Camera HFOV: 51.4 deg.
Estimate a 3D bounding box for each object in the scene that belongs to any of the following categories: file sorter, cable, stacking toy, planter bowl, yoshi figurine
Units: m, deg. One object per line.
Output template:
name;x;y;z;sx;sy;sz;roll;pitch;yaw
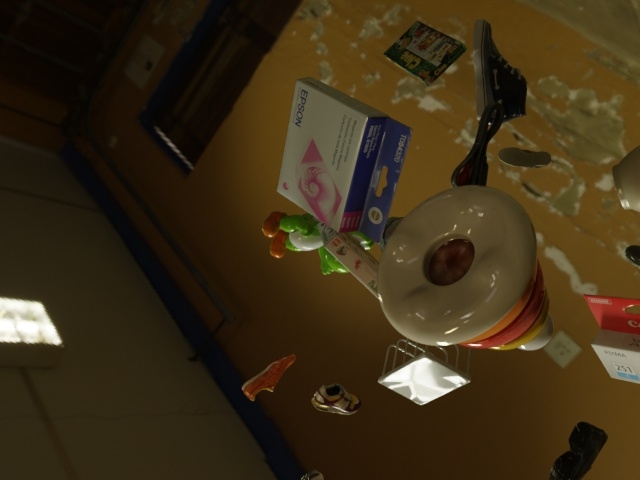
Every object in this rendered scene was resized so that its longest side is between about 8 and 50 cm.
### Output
file sorter;0.368;0.419;2.316;0.193;0.278;0.173;30;-130;-14
cable;0.395;-0.222;1.722;0.139;0.287;0.072;10;178;-32
stacking toy;0.382;0.134;1.451;0.480;0.350;0.350;37;-170;-39
planter bowl;0.672;-0.122;1.374;0.162;0.109;0.162;31;-129;-47
yoshi figurine;-0.010;0.015;2.187;0.362;0.203;0.203;5;-175;21

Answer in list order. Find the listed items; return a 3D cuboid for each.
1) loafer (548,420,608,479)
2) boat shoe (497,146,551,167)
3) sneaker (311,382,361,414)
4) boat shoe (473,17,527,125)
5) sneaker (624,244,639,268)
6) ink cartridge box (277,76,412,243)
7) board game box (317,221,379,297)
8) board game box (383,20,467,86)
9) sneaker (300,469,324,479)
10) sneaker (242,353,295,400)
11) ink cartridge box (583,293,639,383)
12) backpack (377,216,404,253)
loafer;0.506;0.439;1.302;0.061;0.170;0.062;21;-166;-17
boat shoe;0.508;-0.206;1.671;0.133;0.049;0.042;4;177;-2
sneaker;0.066;0.492;2.083;0.185;0.084;0.069;10;-149;-35
boat shoe;0.575;-0.538;2.115;0.158;0.340;0.127;-2;-171;21
sneaker;0.836;0.043;1.628;0.166;0.065;0.076;21;157;22
ink cartridge box;0.043;-0.194;1.652;0.330;0.324;0.071;34;-143;32
board game box;0.120;0.070;1.811;0.305;0.053;0.193;44;-171;-16
board game box;0.273;-0.504;1.776;0.030;0.136;0.259;39;-171;-34
sneaker;-0.031;0.720;1.672;0.129;0.297;0.111;15;-172;5
sneaker;-0.136;0.381;1.859;0.067;0.175;0.064;52;170;7
ink cartridge box;0.807;0.256;1.627;0.261;0.066;0.296;53;154;-22
backpack;0.205;-0.003;1.723;0.114;0.105;0.084;57;161;-18
